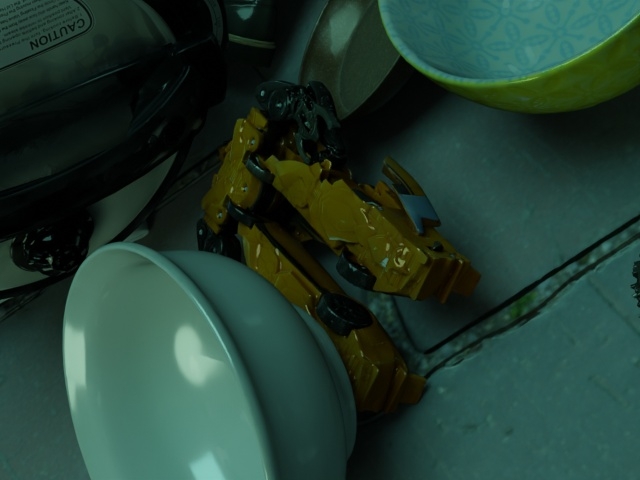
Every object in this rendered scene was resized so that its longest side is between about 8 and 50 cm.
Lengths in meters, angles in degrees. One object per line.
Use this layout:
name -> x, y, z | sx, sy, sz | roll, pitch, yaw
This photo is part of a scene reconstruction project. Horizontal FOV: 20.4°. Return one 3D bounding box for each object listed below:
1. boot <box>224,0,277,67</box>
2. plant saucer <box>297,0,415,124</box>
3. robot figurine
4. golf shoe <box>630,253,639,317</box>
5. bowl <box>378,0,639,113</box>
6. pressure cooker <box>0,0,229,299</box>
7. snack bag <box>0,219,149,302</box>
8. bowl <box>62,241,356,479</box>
boot -> -0.104, -0.254, 1.674 | 0.198, 0.077, 0.137 | 24, 105, 32
plant saucer -> 0.050, -0.180, 1.529 | 0.198, 0.036, 0.198 | -43, 32, 35
robot figurine -> 0.000, 0.000, 1.429 | 0.291, 0.085, 0.211 | 48, 120, 45
golf shoe -> 0.267, 0.062, 1.193 | 0.094, 0.077, 0.198 | -27, 30, 14
bowl -> 0.205, -0.205, 1.371 | 0.289, 0.156, 0.289 | -20, 51, 28
pressure cooker -> -0.303, -0.155, 1.542 | 0.370, 0.375, 0.420 | -53, 48, 16
snack bag -> -0.356, -0.053, 1.742 | 0.343, 0.037, 0.323 | -25, 50, 2
bowl -> -0.066, 0.130, 1.342 | 0.134, 0.297, 0.298 | -17, 30, -32
